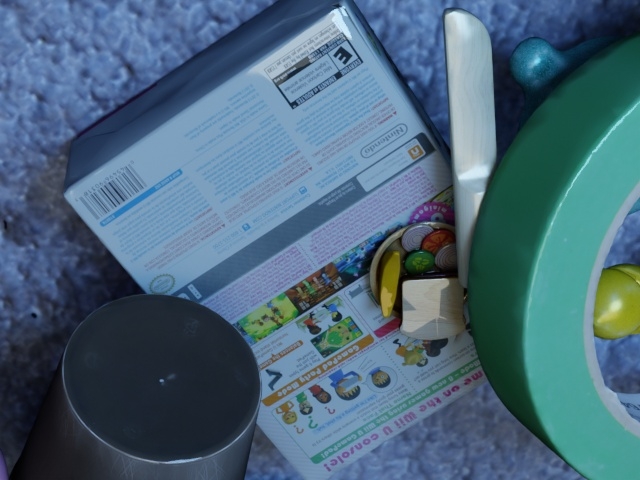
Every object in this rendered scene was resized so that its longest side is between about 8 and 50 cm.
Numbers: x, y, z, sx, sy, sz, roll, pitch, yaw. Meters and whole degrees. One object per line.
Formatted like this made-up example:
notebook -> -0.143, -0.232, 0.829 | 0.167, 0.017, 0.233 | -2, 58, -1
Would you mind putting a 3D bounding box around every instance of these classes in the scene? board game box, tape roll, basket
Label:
board game box -> 0.000, 0.000, 0.949 | 0.224, 0.097, 0.303 | -32, 115, 9
tape roll -> 0.255, 0.016, 0.883 | 0.321, 0.077, 0.321 | -9, 112, -22
basket -> -0.125, 0.154, 0.913 | 0.154, 0.204, 0.227 | -18, 150, -30

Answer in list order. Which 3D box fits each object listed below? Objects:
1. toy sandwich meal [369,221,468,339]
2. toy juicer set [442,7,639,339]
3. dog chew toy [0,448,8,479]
toy sandwich meal -> 0.072, 0.028, 0.902 | 0.085, 0.029, 0.086 | -3, 116, -6
toy juicer set -> 0.188, -0.039, 0.928 | 0.329, 0.089, 0.209 | 6, 107, -26
dog chew toy -> -0.364, 0.138, 0.893 | 0.331, 0.206, 0.207 | 22, 113, -4
